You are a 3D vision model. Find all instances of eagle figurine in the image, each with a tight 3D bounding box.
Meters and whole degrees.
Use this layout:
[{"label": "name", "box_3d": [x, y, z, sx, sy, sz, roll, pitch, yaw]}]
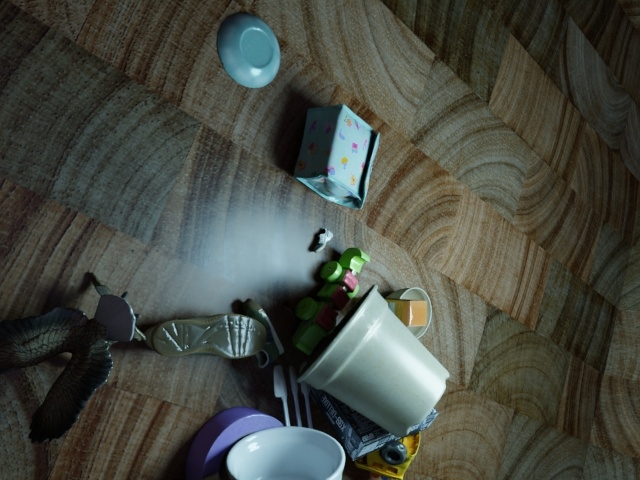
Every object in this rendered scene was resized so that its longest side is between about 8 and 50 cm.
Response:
[{"label": "eagle figurine", "box_3d": [-0.511, 0.232, 1.201, 0.298, 0.226, 0.225, -37, 133, -37]}]

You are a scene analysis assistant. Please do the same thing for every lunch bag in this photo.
[{"label": "lunch bag", "box_3d": [0.069, -0.228, 1.672, 0.262, 0.160, 0.223, 27, 71, -48]}]

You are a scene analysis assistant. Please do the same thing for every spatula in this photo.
[{"label": "spatula", "box_3d": [-0.068, 0.456, 1.601, 0.168, 0.019, 0.241, 15, 66, -63]}]

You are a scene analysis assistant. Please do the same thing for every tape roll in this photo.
[{"label": "tape roll", "box_3d": [-0.203, 0.575, 1.515, 0.275, 0.090, 0.274, -1, 92, -40]}]

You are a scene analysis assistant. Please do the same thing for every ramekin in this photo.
[{"label": "ramekin", "box_3d": [-0.080, 0.567, 1.390, 0.277, 0.277, 0.135, -11, 105, -38]}]

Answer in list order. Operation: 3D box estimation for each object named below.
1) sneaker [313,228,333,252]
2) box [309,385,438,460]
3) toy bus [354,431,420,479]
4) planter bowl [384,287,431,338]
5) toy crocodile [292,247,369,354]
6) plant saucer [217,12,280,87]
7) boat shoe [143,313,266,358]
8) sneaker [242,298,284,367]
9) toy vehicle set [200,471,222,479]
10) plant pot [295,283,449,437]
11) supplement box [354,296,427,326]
[{"label": "sneaker", "box_3d": [0.000, 0.000, 1.704, 0.037, 0.032, 0.083, 46, 58, -15]}, {"label": "box", "box_3d": [0.153, 0.467, 1.707, 0.308, 0.242, 0.076, -8, 134, -39]}, {"label": "toy bus", "box_3d": [0.168, 0.628, 1.774, 0.149, 0.220, 0.211, -62, 166, -61]}, {"label": "planter bowl", "box_3d": [0.255, 0.225, 1.860, 0.162, 0.109, 0.162, 0, 91, -39]}, {"label": "toy crocodile", "box_3d": [0.032, 0.169, 1.682, 0.115, 0.105, 0.340, 48, 64, -29]}, {"label": "plant saucer", "box_3d": [-0.175, -0.500, 1.543, 0.195, 0.037, 0.194, -2, 93, -38]}, {"label": "boat shoe", "box_3d": [-0.277, 0.232, 1.440, 0.302, 0.098, 0.109, 4, 84, -35]}, {"label": "sneaker", "box_3d": [-0.167, 0.252, 1.549, 0.086, 0.064, 0.192, -44, 120, -35]}, {"label": "toy vehicle set", "box_3d": [-0.331, 0.673, 1.378, 0.267, 0.035, 0.165, -22, 107, -10]}, {"label": "plant pot", "box_3d": [0.155, 0.340, 1.570, 0.305, 0.334, 0.334, 40, 63, 4]}, {"label": "supplement box", "box_3d": [0.201, 0.208, 1.737, 0.078, 0.233, 0.080, 4, 84, -39]}]
